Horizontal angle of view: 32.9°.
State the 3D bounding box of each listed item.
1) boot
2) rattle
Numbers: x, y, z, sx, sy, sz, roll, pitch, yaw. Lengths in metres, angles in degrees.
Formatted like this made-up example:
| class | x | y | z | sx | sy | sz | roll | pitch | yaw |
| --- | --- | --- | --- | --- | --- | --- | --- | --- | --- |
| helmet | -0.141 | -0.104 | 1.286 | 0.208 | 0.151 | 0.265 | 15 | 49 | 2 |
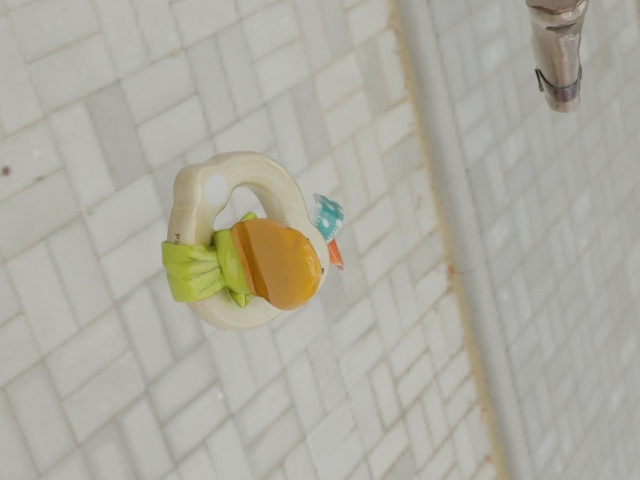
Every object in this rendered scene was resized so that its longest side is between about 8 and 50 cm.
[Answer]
| class | x | y | z | sx | sy | sz | roll | pitch | yaw |
| --- | --- | --- | --- | --- | --- | --- | --- | --- | --- |
| boot | 0.162 | -0.128 | 0.731 | 0.118 | 0.042 | 0.087 | -70 | 153 | -64 |
| rattle | 0.000 | 0.000 | 0.750 | 0.200 | 0.143 | 0.130 | 13 | 66 | -48 |
